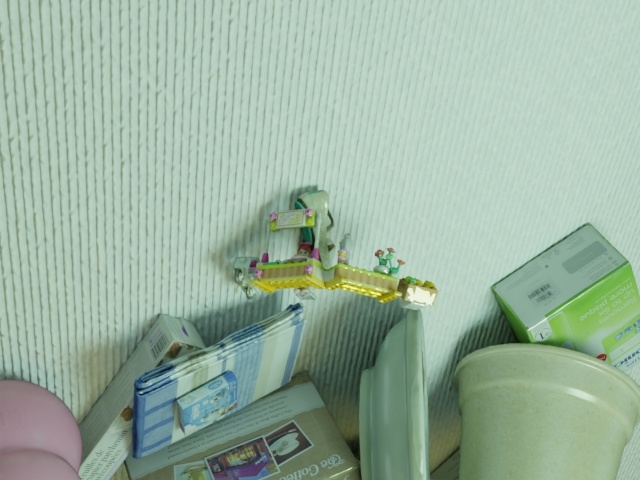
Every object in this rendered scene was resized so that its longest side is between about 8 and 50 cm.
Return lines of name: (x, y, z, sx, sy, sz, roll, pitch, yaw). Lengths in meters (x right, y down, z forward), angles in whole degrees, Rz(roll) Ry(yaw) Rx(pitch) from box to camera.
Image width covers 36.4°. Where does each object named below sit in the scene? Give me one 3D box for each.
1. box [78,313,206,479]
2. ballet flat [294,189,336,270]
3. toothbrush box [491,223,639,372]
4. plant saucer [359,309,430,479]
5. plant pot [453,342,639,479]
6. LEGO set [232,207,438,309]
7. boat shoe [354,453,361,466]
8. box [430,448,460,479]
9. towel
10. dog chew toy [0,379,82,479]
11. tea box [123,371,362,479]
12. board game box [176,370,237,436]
box: (-0.287, 0.250, 1.441, 0.063, 0.067, 0.324, 23, 112, -40)
ballet flat: (0.000, 0.000, 1.402, 0.052, 0.057, 0.168, -25, 135, -22)
toothbrush box: (0.449, 0.141, 1.709, 0.206, 0.122, 0.283, -33, 135, -1)
plant saucer: (0.118, 0.306, 1.519, 0.100, 0.400, 0.400, -2, 132, 8)
plant pot: (0.362, 0.389, 1.634, 0.334, 0.305, 0.334, 12, 147, 8)
LEGO set: (0.019, 0.023, 1.336, 0.287, 0.107, 0.132, 2, 160, 9)
boat shoe: (0.155, 0.615, 1.766, 0.156, 0.187, 0.500, -16, 92, -25)
box: (0.326, 0.495, 1.928, 0.181, 0.119, 0.182, -45, 133, 10)
towel: (-0.150, 0.207, 1.438, 0.285, 0.034, 0.209, -24, 149, -27)
dog chew toy: (-0.398, 0.337, 1.265, 0.206, 0.332, 0.206, -14, 130, -17)
tea box: (-0.113, 0.440, 1.579, 0.329, 0.220, 0.323, -19, 133, -15)
board game box: (-0.162, 0.236, 1.408, 0.090, 0.020, 0.090, -27, 151, -21)
